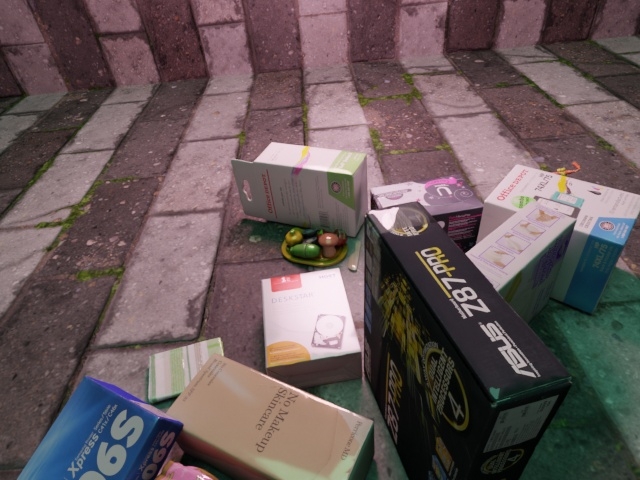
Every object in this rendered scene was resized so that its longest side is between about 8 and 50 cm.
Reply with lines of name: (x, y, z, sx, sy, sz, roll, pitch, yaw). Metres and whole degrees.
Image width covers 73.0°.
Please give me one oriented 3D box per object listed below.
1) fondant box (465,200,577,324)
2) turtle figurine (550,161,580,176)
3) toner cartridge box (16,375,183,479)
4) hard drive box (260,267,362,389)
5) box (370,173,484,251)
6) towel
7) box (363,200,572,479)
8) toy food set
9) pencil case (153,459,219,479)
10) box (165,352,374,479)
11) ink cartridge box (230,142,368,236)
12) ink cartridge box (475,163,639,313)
fondant box: (0.332, 0.106, 0.819, 0.330, 0.238, 0.096, -33, 46, -28)
turtle figurine: (0.608, -0.119, 1.175, 0.217, 0.087, 0.269, 4, 49, 24)
toner cartridge box: (-0.359, 0.389, 0.605, 0.165, 0.075, 0.347, 14, 65, 25)
hard drive box: (-0.026, 0.178, 0.897, 0.181, 0.089, 0.232, -9, 39, -4)
box: (0.263, -0.059, 1.103, 0.247, 0.142, 0.163, -8, 40, -3)
towel: (-0.270, 0.264, 0.881, 0.152, 0.023, 0.113, -12, 42, -11)
box: (0.157, 0.191, 0.616, 0.097, 0.395, 0.318, -11, 40, -9)
toy food set: (0.000, 0.000, 1.121, 0.218, 0.071, 0.128, 8, 42, 16)
pencil case: (-0.239, 0.474, 0.511, 0.167, 0.160, 0.386, 19, 45, 23)
box: (-0.079, 0.320, 0.704, 0.311, 0.121, 0.148, 14, 44, 23)
ink cartridge box: (-0.054, -0.149, 1.201, 0.353, 0.207, 0.119, 12, 44, 20)
ink cartridge box: (0.519, -0.014, 0.971, 0.270, 0.197, 0.198, 24, 48, 32)
